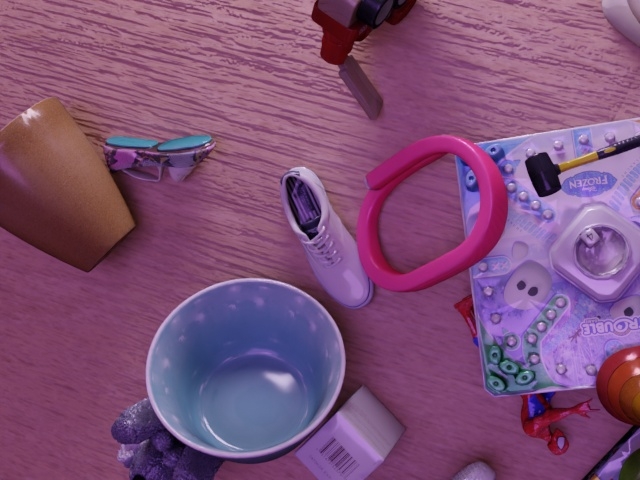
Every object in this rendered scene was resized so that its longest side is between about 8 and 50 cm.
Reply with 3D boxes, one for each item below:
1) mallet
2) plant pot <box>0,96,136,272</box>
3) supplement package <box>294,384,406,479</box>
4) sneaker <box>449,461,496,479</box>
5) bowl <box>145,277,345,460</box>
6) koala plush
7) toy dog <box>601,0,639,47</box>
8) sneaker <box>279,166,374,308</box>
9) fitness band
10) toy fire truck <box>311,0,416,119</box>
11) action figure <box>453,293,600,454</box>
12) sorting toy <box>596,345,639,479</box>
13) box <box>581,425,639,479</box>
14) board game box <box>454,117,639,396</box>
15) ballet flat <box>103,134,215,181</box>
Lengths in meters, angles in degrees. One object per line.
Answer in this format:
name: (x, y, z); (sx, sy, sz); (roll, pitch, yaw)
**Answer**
mallet: (0.395, -0.111, 1.325); (0.189, 0.039, 0.062); (-12, 78, 8)
plant pot: (-0.450, -0.073, 1.577); (0.237, 0.237, 0.254); (-42, 96, 16)
supplement package: (0.051, 0.320, 1.467); (0.105, 0.179, 0.105); (45, 105, 9)
sneaker: (0.239, 0.536, 1.457); (0.210, 0.137, 0.366); (29, 107, 12)
bowl: (-0.112, 0.233, 1.481); (0.311, 0.163, 0.311); (-2, 55, 2)
koala plush: (-0.259, 0.374, 1.589); (0.196, 0.203, 0.221); (41, 126, 9)
toy dog: (0.537, -0.308, 1.148); (0.284, 0.408, 0.395); (-33, 85, 17)
sneaker: (0.000, 0.000, 1.501); (0.094, 0.091, 0.258); (-32, 85, 17)
fitness band: (0.159, -0.039, 1.402); (0.291, 0.054, 0.209); (-32, 65, 42)
toy fire truck: (0.082, -0.335, 1.421); (0.158, 0.217, 0.246); (36, 146, 11)
action figure: (0.334, 0.193, 1.416); (0.139, 0.091, 0.280); (-28, 86, 26)
sorting toy: (0.471, 0.331, 1.244); (0.127, 0.126, 0.366); (-14, 97, 13)
box: (0.513, 0.372, 1.403); (0.159, 0.044, 0.233); (41, 104, 9)
board game box: (0.411, 0.016, 1.344); (0.390, 0.050, 0.390); (-8, 80, 12)
ballet flat: (-0.275, -0.141, 1.590); (0.221, 0.077, 0.079); (2, 114, 21)
